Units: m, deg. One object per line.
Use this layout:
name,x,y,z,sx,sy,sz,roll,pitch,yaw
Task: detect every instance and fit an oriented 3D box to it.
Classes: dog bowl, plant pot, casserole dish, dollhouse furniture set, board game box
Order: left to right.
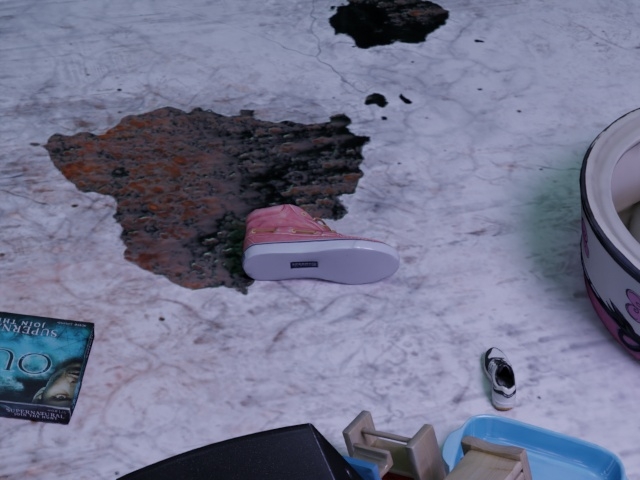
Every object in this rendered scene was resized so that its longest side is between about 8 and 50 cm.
board game box,-0.334,0.124,1.402,0.186,0.026,0.126,6,41,-1
plant pot,-0.032,0.262,1.124,0.167,0.187,0.188,-31,47,6
dollhouse furniture set,0.090,0.260,1.260,0.184,0.129,0.129,8,35,39
casserole dish,0.210,0.236,1.346,0.188,0.037,0.114,16,42,8
dog bowl,0.479,0.016,1.547,0.408,0.150,0.408,4,42,-4

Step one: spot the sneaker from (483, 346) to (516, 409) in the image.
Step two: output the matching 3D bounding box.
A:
sneaker,0.193,0.139,1.452,0.032,0.037,0.083,-2,41,-7

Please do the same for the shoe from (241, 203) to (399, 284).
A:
shoe,0.000,0.000,1.559,0.178,0.063,0.081,0,47,-2
